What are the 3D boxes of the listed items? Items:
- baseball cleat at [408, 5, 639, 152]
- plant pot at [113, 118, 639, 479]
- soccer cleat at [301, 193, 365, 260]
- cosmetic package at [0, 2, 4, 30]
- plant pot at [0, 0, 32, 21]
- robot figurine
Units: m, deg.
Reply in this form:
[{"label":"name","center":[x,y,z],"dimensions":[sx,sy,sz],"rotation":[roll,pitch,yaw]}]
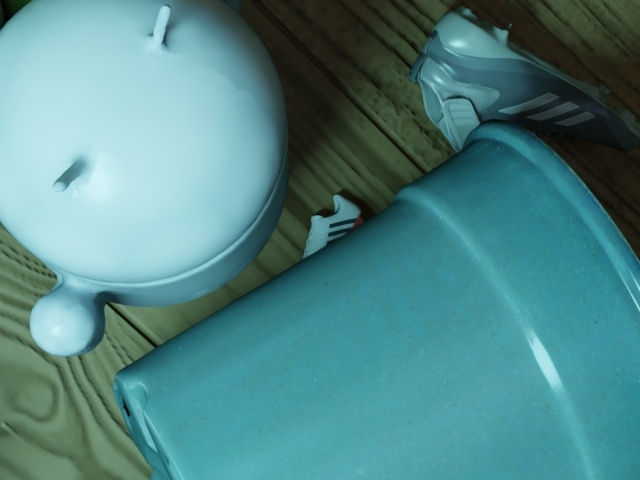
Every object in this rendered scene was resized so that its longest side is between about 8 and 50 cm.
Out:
[{"label":"baseball cleat","center":[0.161,-0.105,1.599],"dimensions":[0.206,0.072,0.109],"rotation":[30,96,-19]},{"label":"plant pot","center":[0.052,0.137,1.429],"dimensions":[0.334,0.341,0.341],"rotation":[-27,102,-12]},{"label":"soccer cleat","center":[0.000,0.000,1.547],"dimensions":[0.035,0.029,0.083],"rotation":[45,72,-9]},{"label":"cosmetic package","center":[-0.313,-0.102,1.301],"dimensions":[0.184,0.151,0.151],"rotation":[12,71,-2]},{"label":"plant pot","center":[-0.248,-0.283,1.328],"dimensions":[0.293,0.275,0.275],"rotation":[42,76,-36]},{"label":"robot figurine","center":[-0.120,-0.063,1.313],"dimensions":[0.200,0.353,0.300],"rotation":[17,84,2]}]
